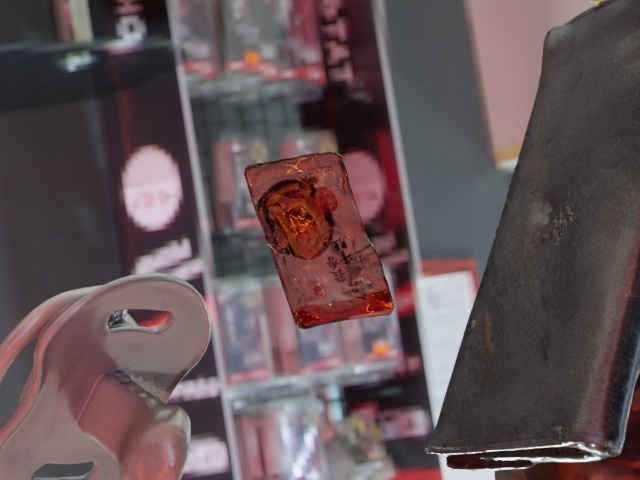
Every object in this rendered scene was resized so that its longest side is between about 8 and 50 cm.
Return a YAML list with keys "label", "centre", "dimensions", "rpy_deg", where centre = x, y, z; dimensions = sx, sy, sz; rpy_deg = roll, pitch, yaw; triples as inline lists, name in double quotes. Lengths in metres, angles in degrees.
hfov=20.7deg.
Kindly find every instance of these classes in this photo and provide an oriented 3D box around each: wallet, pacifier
- label: "wallet"
  centre: [0.188, -0.016, 1.269]
  dimensions: [0.046, 0.379, 0.190]
  rpy_deg: [27, 157, -26]
- label: "pacifier"
  centre: [-0.192, 0.169, 1.616]
  dimensions: [0.227, 0.279, 0.207]
  rpy_deg: [2, -147, -48]

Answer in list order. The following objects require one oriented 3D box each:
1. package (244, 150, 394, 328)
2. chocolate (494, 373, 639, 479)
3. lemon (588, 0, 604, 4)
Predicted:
- label: "package"
  centre: [0.000, 0.000, 2.303]
  dimensions: [0.154, 0.239, 0.030]
  rpy_deg: [-9, -158, 30]
- label: "chocolate"
  centre: [0.350, 0.284, 1.675]
  dimensions: [0.383, 0.331, 0.383]
  rpy_deg: [-6, 168, -1]
- label: "lemon"
  centre: [0.302, -0.352, 1.778]
  dimensions: [0.228, 0.228, 0.253]
  rpy_deg: [-11, 143, 22]
